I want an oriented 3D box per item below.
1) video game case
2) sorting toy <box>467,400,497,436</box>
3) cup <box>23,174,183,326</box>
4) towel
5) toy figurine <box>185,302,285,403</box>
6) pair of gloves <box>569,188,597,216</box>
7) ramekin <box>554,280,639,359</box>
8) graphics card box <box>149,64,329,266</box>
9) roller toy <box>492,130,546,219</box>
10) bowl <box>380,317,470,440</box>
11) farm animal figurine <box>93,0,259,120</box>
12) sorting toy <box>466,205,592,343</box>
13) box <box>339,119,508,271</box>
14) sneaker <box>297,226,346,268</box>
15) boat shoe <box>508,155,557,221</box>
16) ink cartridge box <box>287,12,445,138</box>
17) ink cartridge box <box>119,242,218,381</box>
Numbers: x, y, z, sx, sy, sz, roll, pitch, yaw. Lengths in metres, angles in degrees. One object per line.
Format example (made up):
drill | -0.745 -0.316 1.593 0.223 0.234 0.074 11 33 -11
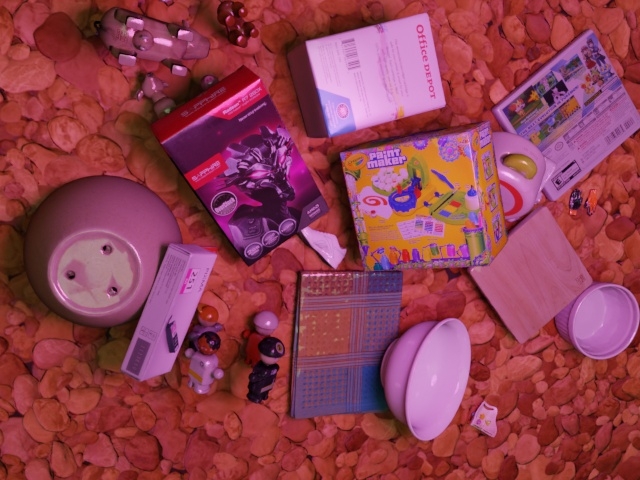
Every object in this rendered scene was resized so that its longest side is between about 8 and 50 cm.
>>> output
video game case | 0.638 -0.317 1.563 0.329 0.036 0.300 -40 107 -5
sorting toy | 0.443 0.476 1.645 0.083 0.045 0.075 32 83 -17
cup | -0.442 0.042 1.231 0.331 0.237 0.331 -3 101 -14
towel | 0.065 0.253 1.503 0.272 0.040 0.370 1 100 -15
toy figurine | -0.190 0.237 1.345 0.210 0.213 0.148 13 108 -12
pair of gloves | 0.703 -0.101 1.629 0.083 0.010 0.074 1 100 -12
ramekin | 0.734 0.205 1.639 0.207 0.109 0.207 -2 100 -14
graphics card box | -0.155 -0.144 1.282 0.233 0.094 0.371 -35 131 -8
roller toy | 0.423 -0.157 1.443 0.146 0.209 0.191 -62 140 -26
bowl | 0.239 0.319 1.484 0.298 0.134 0.297 -16 112 -48
farm animal figurine | -0.302 -0.369 1.229 0.327 0.172 0.330 23 105 -39
sorting toy | 0.525 0.084 1.572 0.255 0.089 0.257 -40 107 -5
box | 0.231 -0.094 1.340 0.177 0.290 0.279 -32 114 -55
sneaker | 0.000 0.000 1.441 0.061 0.054 0.152 -49 115 -8
boat shoe | 0.533 -0.124 1.539 0.063 0.066 0.184 22 101 -7
ink cartridge box | 0.096 -0.352 1.326 0.270 0.197 0.198 -17 103 -11
ink cartridge box | -0.292 0.144 1.289 0.060 0.239 0.275 23 94 15
